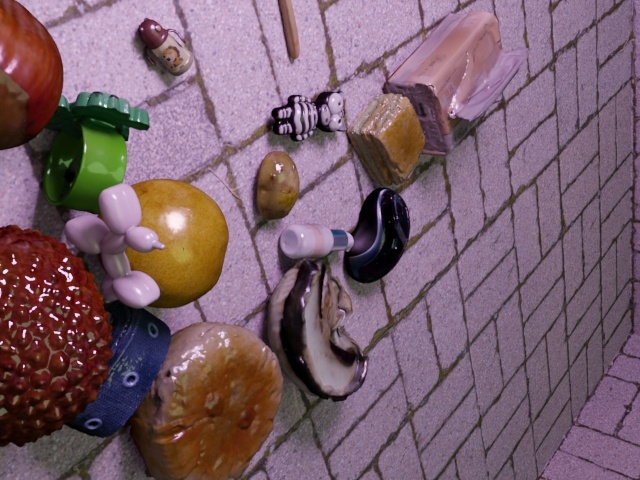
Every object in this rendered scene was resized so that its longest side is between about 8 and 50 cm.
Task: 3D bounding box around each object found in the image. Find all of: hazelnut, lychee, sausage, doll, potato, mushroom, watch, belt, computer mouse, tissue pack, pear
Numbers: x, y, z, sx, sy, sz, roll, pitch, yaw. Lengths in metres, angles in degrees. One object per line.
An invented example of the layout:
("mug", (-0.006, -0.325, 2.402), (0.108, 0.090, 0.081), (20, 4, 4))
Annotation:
("hazelnut", (-0.429, -0.211, 0.869), (0.210, 0.210, 0.186), (16, 114, -50))
("lychee", (-0.412, 0.119, 0.917), (0.276, 0.304, 0.275), (-45, 165, -16))
("sausage", (-0.058, -0.411, 1.344), (0.024, 0.024, 0.132), (-36, 126, -37))
("doll", (-0.012, -0.251, 1.415), (0.219, 0.067, 0.090), (-21, 113, -46))
("doll", (-0.278, 0.020, 0.981), (0.160, 0.161, 0.059), (56, 34, -1))
("potato", (-0.082, -0.105, 1.375), (0.092, 0.070, 0.137), (-19, 116, -44))
("mushroom", (-0.013, 0.195, 1.518), (0.344, 0.130, 0.247), (60, 41, -42))
("watch", (-0.334, -0.120, 1.005), (0.131, 0.165, 0.151), (17, 72, -44))
("belt", (-0.343, 0.197, 1.125), (0.218, 0.122, 0.128), (-58, 134, -18))
("computer mouse", (0.141, -0.008, 1.647), (0.137, 0.096, 0.233), (19, 88, -50))
("tissue pack", (0.335, -0.367, 1.661), (0.305, 0.239, 0.238), (-49, 134, -28))
("pear", (-0.252, 0.003, 1.110), (0.209, 0.209, 0.208), (-18, 115, -45))

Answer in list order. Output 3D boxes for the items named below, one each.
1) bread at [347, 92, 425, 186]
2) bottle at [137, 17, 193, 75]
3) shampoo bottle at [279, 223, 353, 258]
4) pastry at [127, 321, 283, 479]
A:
("bread", (0.159, -0.223, 1.597), (0.138, 0.102, 0.196), (-52, 137, -21))
("bottle", (-0.252, -0.310, 1.131), (0.063, 0.047, 0.101), (-54, 136, -9))
("shampoo bottle", (0.000, 0.000, 1.500), (0.192, 0.074, 0.073), (-3, 104, -48))
("pastry", (-0.204, 0.299, 1.307), (0.330, 0.136, 0.329), (-16, 112, -46))
